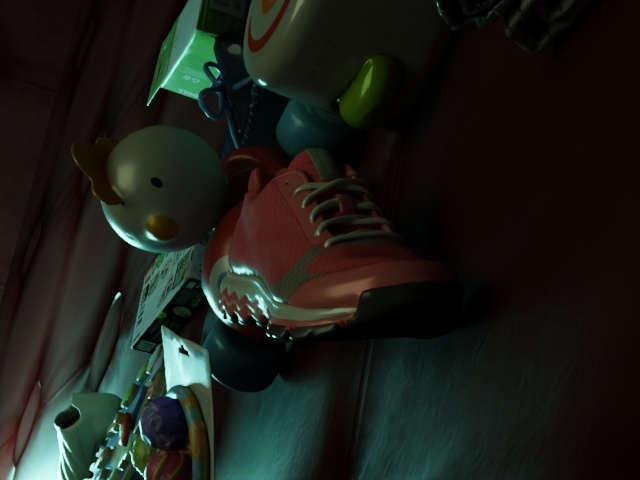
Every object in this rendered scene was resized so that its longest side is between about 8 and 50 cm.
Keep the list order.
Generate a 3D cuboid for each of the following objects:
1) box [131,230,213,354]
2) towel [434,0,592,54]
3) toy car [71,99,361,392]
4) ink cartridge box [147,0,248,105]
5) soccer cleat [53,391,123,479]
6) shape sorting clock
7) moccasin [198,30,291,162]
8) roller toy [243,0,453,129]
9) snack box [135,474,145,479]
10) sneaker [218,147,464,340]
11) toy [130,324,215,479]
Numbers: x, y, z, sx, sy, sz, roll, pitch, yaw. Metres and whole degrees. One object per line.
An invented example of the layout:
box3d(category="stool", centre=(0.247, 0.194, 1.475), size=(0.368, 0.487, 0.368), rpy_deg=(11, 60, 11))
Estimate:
box3d(category="box", centre=(-0.163, 0.042, 1.805), size=(0.207, 0.036, 0.114), rpy_deg=(133, 150, -54))
box3d(category="towel", centre=(0.162, -0.298, 1.004), size=(0.284, 0.121, 0.235), rpy_deg=(125, 155, -44))
box3d(category="toy car", centre=(-0.110, -0.022, 1.365), size=(0.210, 0.238, 0.219), rpy_deg=(-96, 29, -53))
box3d(category="ink cartridge box", centre=(-0.161, -0.259, 2.056), size=(0.209, 0.062, 0.109), rpy_deg=(135, 149, -56))
box3d(category="soccer cleat", centre=(-0.307, 0.248, 1.975), size=(0.196, 0.076, 0.068), rpy_deg=(125, 156, -44))
box3d(category="shape sorting clock", centre=(-0.209, 0.204, 1.726), size=(0.206, 0.040, 0.206), rpy_deg=(-54, 18, 26))
box3d(category="moccasin", centre=(-0.057, -0.184, 1.568), size=(0.138, 0.116, 0.342), rpy_deg=(-133, 63, -71))
box3d(category="roller toy", centre=(0.020, -0.203, 1.300), size=(0.209, 0.146, 0.191), rpy_deg=(-133, 63, -71))
box3d(category="snack box", centre=(-0.188, 0.283, 1.661), size=(0.064, 0.022, 0.178), rpy_deg=(-69, 17, -1))
box3d(category="sneaker", centre=(-0.001, 0.000, 1.131), size=(0.314, 0.115, 0.136), rpy_deg=(-175, 85, -66))
box3d(category="toy", centre=(-0.132, 0.204, 1.366), size=(0.137, 0.056, 0.237), rpy_deg=(-165, 68, -65))
